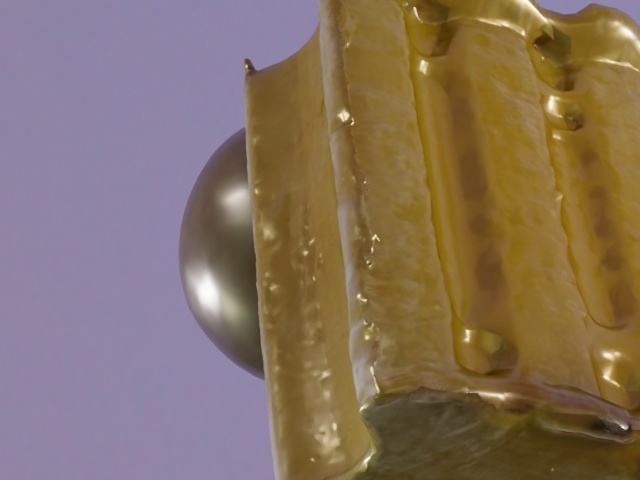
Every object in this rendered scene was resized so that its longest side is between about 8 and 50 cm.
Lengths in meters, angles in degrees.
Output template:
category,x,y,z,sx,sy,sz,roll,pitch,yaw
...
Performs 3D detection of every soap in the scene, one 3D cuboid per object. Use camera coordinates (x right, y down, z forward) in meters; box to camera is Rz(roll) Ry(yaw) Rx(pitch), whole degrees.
category,x,y,z,sx,sy,sz,roll,pitch,yaw
soap,0.116,0.015,1.007,0.293,0.335,0.156,16,-47,-24

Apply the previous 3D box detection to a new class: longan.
category,x,y,z,sx,sy,sz,roll,pitch,yaw
longan,0.000,0.000,1.256,0.198,0.212,0.198,10,-27,5
